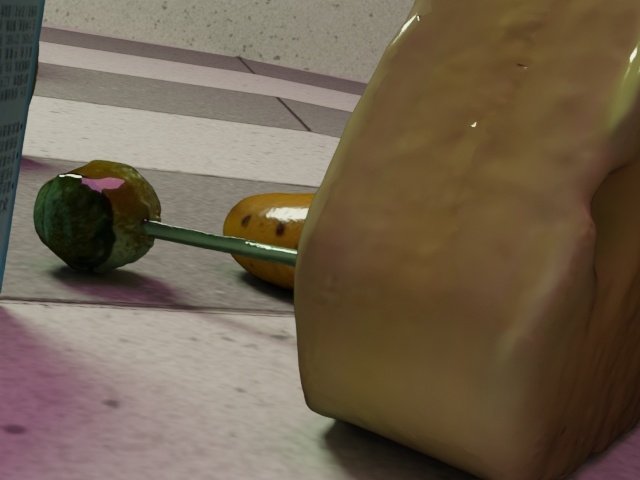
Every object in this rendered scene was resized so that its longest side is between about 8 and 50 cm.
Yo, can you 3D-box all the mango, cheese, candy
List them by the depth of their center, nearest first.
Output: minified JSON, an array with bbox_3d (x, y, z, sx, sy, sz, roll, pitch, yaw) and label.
[{"bbox_3d":[0.144,-0.096,0.524,0.104,0.384,0.384,22,15,26],"label":"cheese"},{"bbox_3d":[-0.047,0.001,0.574,0.202,0.061,0.061,12,10,28],"label":"candy"},{"bbox_3d":[0.000,0.000,0.657,0.114,0.057,0.079,13,18,28],"label":"mango"}]

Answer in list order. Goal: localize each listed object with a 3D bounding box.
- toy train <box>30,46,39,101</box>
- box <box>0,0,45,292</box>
[{"bbox_3d":[-0.349,-0.130,0.822,0.202,0.131,0.300,24,16,24],"label":"toy train"},{"bbox_3d":[-0.171,-0.030,0.410,0.083,0.142,0.232,11,11,3],"label":"box"}]
